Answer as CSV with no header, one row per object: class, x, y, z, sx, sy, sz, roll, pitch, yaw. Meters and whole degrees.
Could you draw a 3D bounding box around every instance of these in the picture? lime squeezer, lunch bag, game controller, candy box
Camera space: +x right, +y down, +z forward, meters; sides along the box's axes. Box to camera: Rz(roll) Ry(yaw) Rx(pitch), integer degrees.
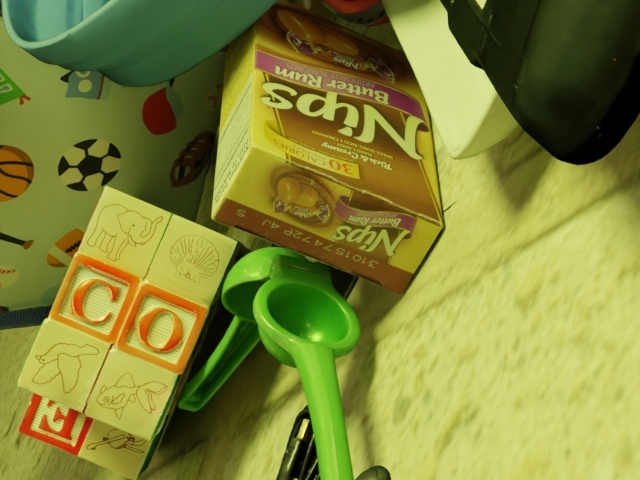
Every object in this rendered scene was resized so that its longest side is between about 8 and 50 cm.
lime squeezer,-0.027,0.058,0.916,0.110,0.059,0.310,-60,18,-5
lunch bag,-0.275,-0.098,1.310,0.239,0.385,0.328,59,142,42
game controller,0.096,-0.148,0.700,0.319,0.067,0.166,-103,24,-66
candy box,0.003,-0.058,0.950,0.053,0.109,0.187,-59,17,30

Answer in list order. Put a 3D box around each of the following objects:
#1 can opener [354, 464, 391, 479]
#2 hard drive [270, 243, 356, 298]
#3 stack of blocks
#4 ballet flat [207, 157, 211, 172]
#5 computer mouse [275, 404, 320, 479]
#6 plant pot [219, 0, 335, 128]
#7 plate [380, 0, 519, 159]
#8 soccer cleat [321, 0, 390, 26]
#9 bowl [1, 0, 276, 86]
can opener,-0.013,0.172,0.755,0.186,0.059,0.073,-60,35,21
hard drive,0.000,0.000,1.047,0.094,0.022,0.135,-63,15,20
stack of blocks,-0.124,0.062,1.158,0.297,0.087,0.171,166,127,-87
ballet flat,-0.133,-0.098,1.607,0.221,0.077,0.079,-112,27,-70
computer mouse,-0.041,0.190,0.873,0.071,0.041,0.242,-43,27,60
plant pot,-0.031,-0.176,1.412,0.236,0.032,0.236,-59,17,31
plate,0.122,-0.195,0.851,0.278,0.045,0.277,-63,15,19
soccer cleat,0.065,-0.239,1.023,0.248,0.083,0.095,-67,-13,19
bowl,-0.052,-0.265,1.059,0.391,0.077,0.391,-40,32,32
